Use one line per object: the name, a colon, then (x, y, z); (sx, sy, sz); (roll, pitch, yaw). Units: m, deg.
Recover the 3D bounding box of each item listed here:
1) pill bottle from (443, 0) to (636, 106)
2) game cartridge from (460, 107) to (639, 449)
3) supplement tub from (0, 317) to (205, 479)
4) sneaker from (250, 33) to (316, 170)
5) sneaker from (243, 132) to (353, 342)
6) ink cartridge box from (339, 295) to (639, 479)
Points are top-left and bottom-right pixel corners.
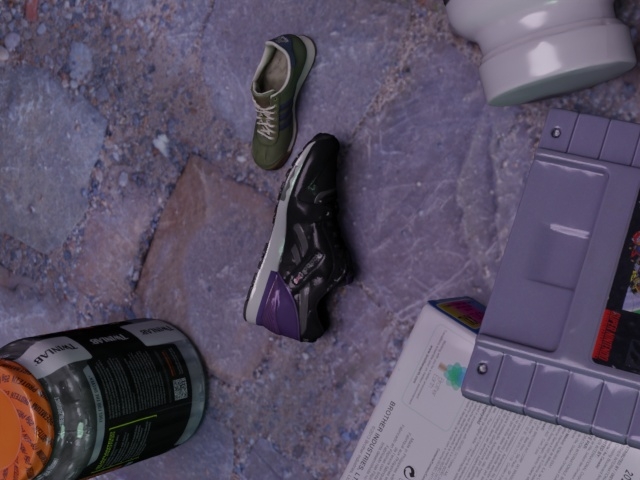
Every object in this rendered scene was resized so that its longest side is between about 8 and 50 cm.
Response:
pill bottle: (0.226, -0.348, 1.296); (0.210, 0.210, 0.363); (-16, 86, 30)
game cartridge: (0.315, 0.035, 1.263); (0.230, 0.068, 0.355); (13, 74, 26)
supplement tub: (-0.331, 0.225, 1.586); (0.207, 0.338, 0.207); (2, 94, 30)
sneaker: (-0.069, -0.188, 1.551); (0.064, 0.086, 0.192); (24, 105, 27)
sneaker: (0.000, 0.000, 1.531); (0.124, 0.107, 0.283); (21, 108, 13)
ink cartridge box: (0.254, 0.279, 1.353); (0.395, 0.151, 0.270); (32, 108, 27)
